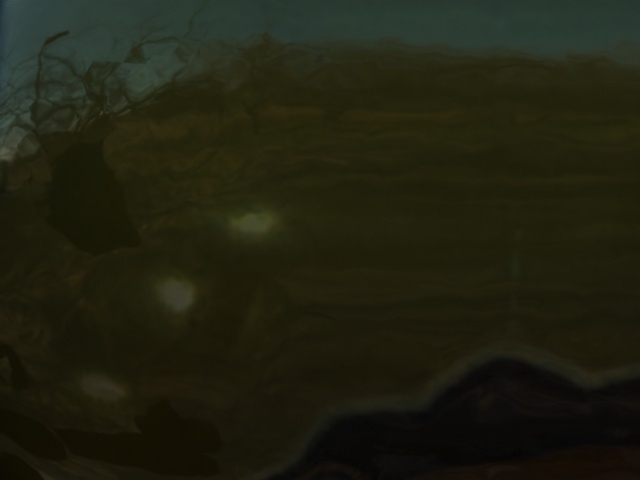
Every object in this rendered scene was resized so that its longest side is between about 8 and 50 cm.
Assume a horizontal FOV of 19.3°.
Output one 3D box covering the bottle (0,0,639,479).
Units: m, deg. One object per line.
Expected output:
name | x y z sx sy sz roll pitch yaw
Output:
bottle | 0.000 0.000 0.432 0.351 0.171 0.171 0 -37 0
